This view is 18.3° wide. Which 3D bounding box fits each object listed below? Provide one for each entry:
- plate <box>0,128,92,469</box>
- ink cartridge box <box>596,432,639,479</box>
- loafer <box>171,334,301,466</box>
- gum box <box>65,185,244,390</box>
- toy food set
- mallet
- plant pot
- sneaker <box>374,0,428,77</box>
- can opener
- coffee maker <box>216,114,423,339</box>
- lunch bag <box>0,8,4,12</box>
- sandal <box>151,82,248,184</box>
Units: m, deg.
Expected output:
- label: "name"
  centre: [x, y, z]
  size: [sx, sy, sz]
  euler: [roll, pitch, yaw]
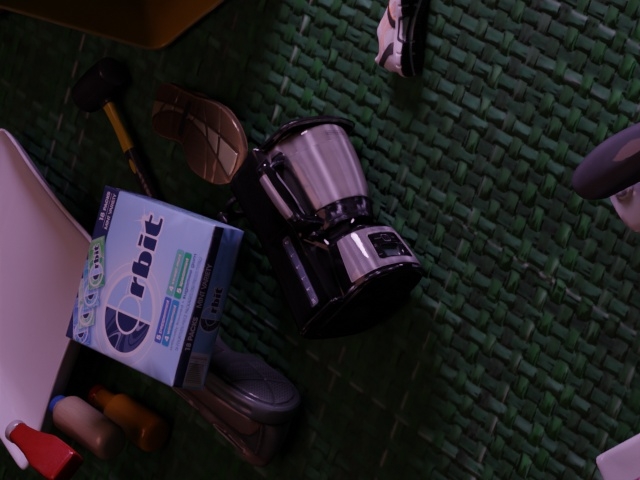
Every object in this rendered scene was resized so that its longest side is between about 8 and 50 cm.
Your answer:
- label: "plate"
  centre: [-0.320, 0.060, 2.151]
  size: [0.277, 0.045, 0.278]
  euler: [47, 124, 44]
- label: "ink cartridge box"
  centre: [0.365, 0.242, 1.526]
  size: [0.239, 0.060, 0.275]
  euler: [-37, 67, 39]
- label: "loafer"
  centre: [-0.133, 0.129, 1.972]
  size: [0.267, 0.096, 0.084]
  euler: [35, 121, 35]
- label: "gum box"
  centre: [-0.161, 0.043, 1.897]
  size: [0.184, 0.041, 0.157]
  euler: [18, 95, 47]
- label: "toy food set"
  centre: [-0.274, 0.243, 2.033]
  size: [0.104, 0.111, 0.232]
  euler: [29, 77, 40]
- label: "mallet"
  centre: [-0.196, -0.105, 2.060]
  size: [0.062, 0.039, 0.189]
  euler: [-48, 65, 38]
- label: "plant pot"
  centre: [-0.192, -0.335, 1.939]
  size: [0.212, 0.212, 0.187]
  euler: [-33, 57, 39]
- label: "sneaker"
  centre: [0.070, -0.204, 1.796]
  size: [0.044, 0.040, 0.109]
  euler: [16, 103, 44]
- label: "can opener"
  centre: [0.322, -0.078, 1.525]
  size: [0.283, 0.095, 0.076]
  euler: [-24, 76, 42]
- label: "coffee maker"
  centre: [0.000, 0.000, 1.838]
  size: [0.178, 0.120, 0.171]
  euler: [65, 154, 21]
- label: "lunch bag"
  centre: [-0.381, -0.382, 2.160]
  size: [0.293, 0.120, 0.258]
  euler: [-20, 78, 43]
- label: "sandal"
  centre: [-0.112, -0.109, 1.973]
  size: [0.180, 0.049, 0.072]
  euler: [37, 112, 52]
